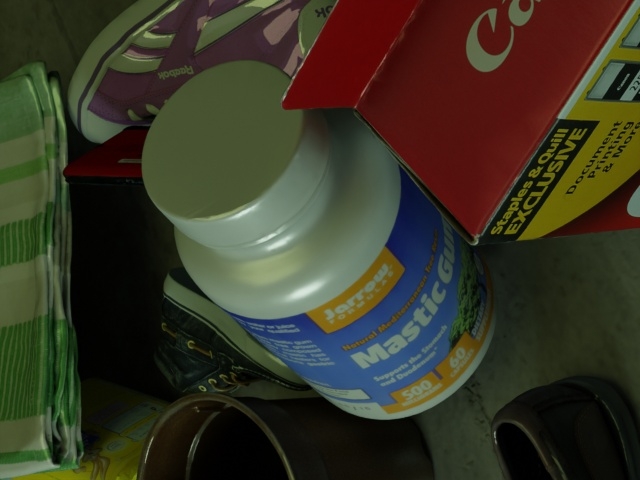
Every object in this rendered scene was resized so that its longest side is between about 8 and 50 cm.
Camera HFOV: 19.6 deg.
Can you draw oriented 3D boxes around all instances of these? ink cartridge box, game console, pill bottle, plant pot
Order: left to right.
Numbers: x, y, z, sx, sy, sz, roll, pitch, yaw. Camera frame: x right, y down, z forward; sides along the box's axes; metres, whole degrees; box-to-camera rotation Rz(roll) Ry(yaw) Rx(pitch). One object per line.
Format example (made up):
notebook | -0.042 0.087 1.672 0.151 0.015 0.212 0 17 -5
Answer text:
game console | -0.097 -0.039 1.383 0.144 0.124 0.085 2 118 38
plant pot | -0.016 0.183 1.320 0.167 0.165 0.167 4 95 43
pill bottle | 0.000 0.000 1.195 0.152 0.272 0.152 -13 59 22
ink cartridge box | 0.164 -0.153 1.046 0.130 0.271 0.309 49 125 29

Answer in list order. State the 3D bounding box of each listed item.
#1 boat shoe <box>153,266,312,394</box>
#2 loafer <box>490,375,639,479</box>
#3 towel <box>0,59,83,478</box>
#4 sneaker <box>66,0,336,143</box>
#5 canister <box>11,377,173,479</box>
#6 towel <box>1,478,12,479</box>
boat shoe | -0.061 0.092 1.430 0.183 0.065 0.083 31 117 44
loafer | 0.173 0.241 1.193 0.109 0.095 0.303 -21 79 43
towel | -0.287 0.037 1.509 0.247 0.038 0.325 -15 74 41
sneaker | -0.082 -0.115 1.404 0.282 0.102 0.161 -38 72 40
canister | -0.159 0.172 1.481 0.170 0.126 0.073 13 124 45
towel | -0.354 0.183 1.661 0.320 0.090 0.375 11 103 39
